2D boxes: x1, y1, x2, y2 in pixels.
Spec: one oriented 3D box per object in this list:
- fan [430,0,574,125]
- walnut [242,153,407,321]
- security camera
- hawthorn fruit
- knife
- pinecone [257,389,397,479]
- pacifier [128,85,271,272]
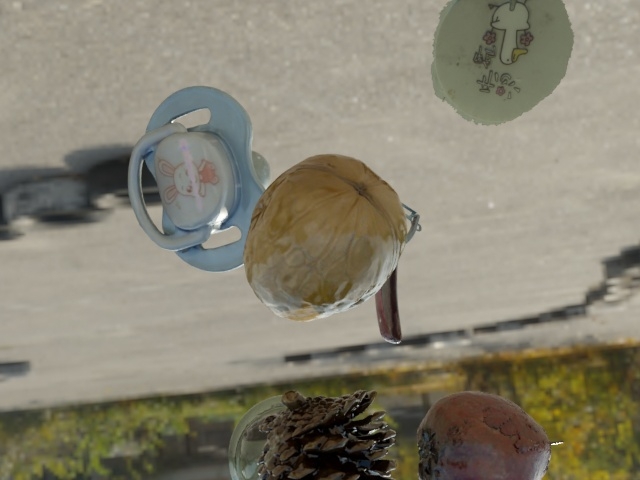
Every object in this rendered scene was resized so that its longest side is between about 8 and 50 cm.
[{"bbox_3d":[0.290,-0.374,1.890,0.233,0.415,0.012,15,-177,31],"label":"fan"},{"bbox_3d":[0.000,0.000,1.549,0.195,0.195,0.221,0,156,-35],"label":"walnut"},{"bbox_3d":[-0.048,0.346,1.953,0.197,0.191,0.277,-4,180,-2],"label":"security camera"},{"bbox_3d":[0.252,0.298,1.807,0.235,0.181,0.181,-4,172,-17],"label":"hawthorn fruit"},{"bbox_3d":[0.127,0.059,2.191,0.123,0.278,0.053,27,144,-33],"label":"knife"},{"bbox_3d":[0.009,0.284,1.511,0.168,0.212,0.185,-1,179,-4],"label":"pinecone"},{"bbox_3d":[-0.163,-0.092,1.969,0.238,0.287,0.225,-19,174,31],"label":"pacifier"}]
